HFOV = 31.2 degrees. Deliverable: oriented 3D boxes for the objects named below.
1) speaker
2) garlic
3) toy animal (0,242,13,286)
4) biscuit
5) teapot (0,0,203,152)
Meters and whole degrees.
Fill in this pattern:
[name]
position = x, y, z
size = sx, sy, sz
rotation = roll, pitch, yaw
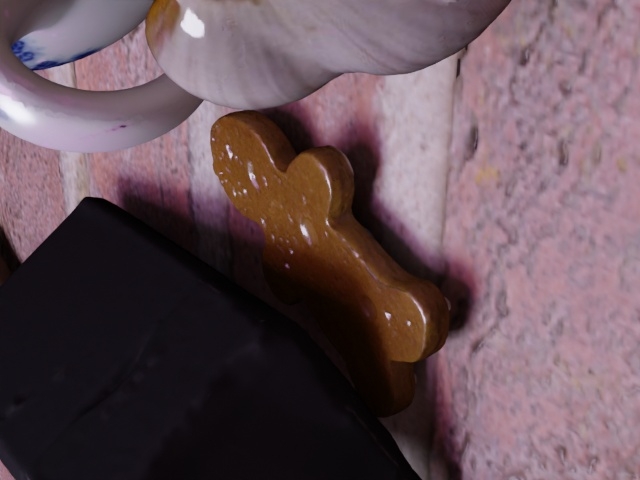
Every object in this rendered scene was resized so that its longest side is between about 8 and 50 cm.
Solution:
[speaker]
position = -0.094, 0.123, 0.757
size = 0.184, 0.180, 0.388
rotation = 48, 168, -32
[garlic]
position = -0.033, -0.174, 0.455
size = 0.256, 0.207, 0.207
rotation = 47, 141, 13
[toy animal]
position = -0.313, 0.071, 1.096
size = 0.186, 0.094, 0.214
rotation = -47, 60, 45
[biscuit]
position = 0.001, 0.000, 0.674
size = 0.205, 0.031, 0.138
rotation = 49, 148, 23
[teapot]
position = -0.203, -0.209, 0.621
size = 0.424, 0.280, 0.252
rotation = 53, 144, 20
